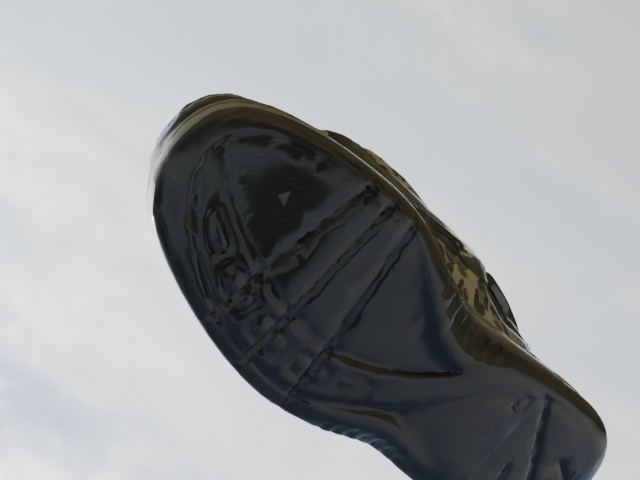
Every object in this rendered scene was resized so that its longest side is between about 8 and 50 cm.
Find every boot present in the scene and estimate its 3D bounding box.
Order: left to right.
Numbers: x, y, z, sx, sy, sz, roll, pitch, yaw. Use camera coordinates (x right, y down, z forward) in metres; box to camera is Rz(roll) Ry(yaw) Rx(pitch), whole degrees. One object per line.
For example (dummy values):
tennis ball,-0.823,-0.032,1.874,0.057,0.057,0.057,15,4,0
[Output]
boot,-0.001,0.002,0.780,0.236,0.085,0.178,42,-173,-34
